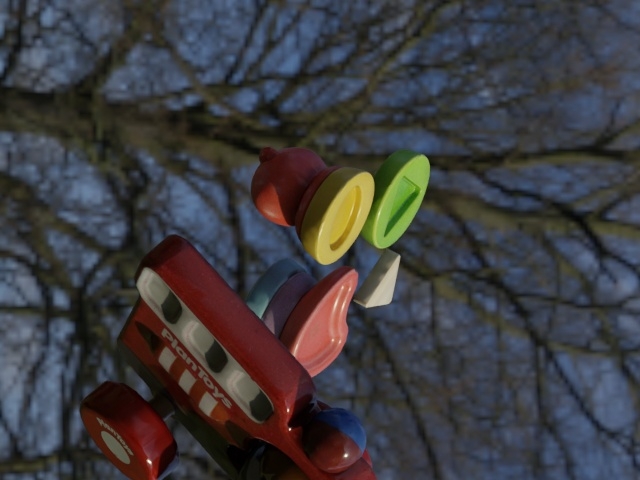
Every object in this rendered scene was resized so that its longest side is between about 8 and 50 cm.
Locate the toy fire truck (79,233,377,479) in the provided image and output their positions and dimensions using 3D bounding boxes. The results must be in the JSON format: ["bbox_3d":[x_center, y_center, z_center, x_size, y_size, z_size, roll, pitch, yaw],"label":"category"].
[{"bbox_3d":[-0.061,0.154,1.270,0.302,0.169,0.254,48,-25,7],"label":"toy fire truck"}]

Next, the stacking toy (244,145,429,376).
[{"bbox_3d":[0.000,0.000,1.884,0.130,0.279,0.309,28,-57,21],"label":"stacking toy"}]
